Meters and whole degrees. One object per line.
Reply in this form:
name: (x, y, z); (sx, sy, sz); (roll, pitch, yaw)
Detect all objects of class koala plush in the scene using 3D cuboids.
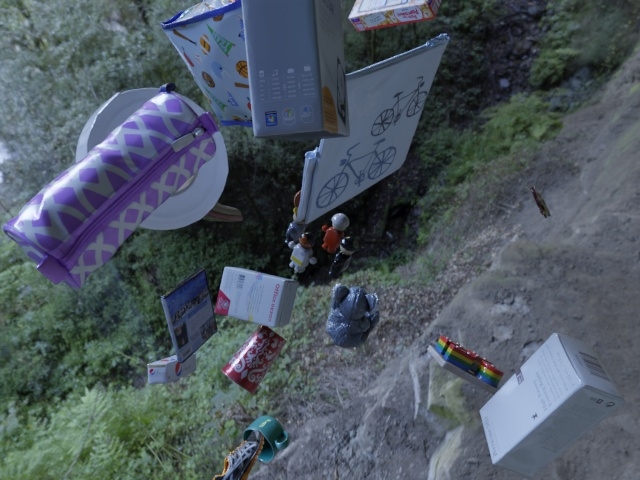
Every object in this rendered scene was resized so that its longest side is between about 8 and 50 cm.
koala plush: (0.119, 0.253, 1.659); (0.197, 0.221, 0.203); (21, 41, 10)

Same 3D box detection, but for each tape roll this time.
tape roll: (-0.341, -0.163, 0.958); (0.286, 0.286, 0.100); (-39, 25, -29)

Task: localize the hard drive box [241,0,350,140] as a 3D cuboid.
hard drive box: (-0.027, -0.252, 0.609); (0.089, 0.231, 0.181); (-3, 10, 14)

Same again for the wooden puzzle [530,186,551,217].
wooden puzzle: (0.437, -0.076, 0.921); (0.049, 0.006, 0.083); (27, 45, -37)

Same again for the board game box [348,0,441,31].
board game box: (0.168, -0.526, 0.974); (0.194, 0.045, 0.146); (13, 77, 41)

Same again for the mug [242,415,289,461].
mug: (-0.171, 0.668, 1.567); (0.158, 0.129, 0.097); (26, 31, 22)

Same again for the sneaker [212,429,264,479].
sneaker: (-0.234, 0.638, 1.353); (0.083, 0.084, 0.214); (32, 34, 0)

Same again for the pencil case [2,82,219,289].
pencil case: (-0.182, -0.050, 0.431); (0.088, 0.086, 0.206); (17, 60, 38)

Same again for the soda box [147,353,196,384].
soda box: (-0.519, 0.449, 1.637); (0.074, 0.216, 0.069); (-5, 85, 10)

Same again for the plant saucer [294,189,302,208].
plant saucer: (-0.058, -0.147, 1.698); (0.084, 0.083, 0.013); (-22, 26, -18)

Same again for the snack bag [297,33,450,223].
snack bag: (0.095, -0.213, 0.908); (0.323, 0.342, 0.037); (-32, 63, -31)

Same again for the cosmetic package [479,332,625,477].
cosmetic package: (0.371, 0.277, 0.775); (0.086, 0.231, 0.117); (22, 31, -9)

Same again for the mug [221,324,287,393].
mug: (-0.189, 0.324, 1.318); (0.169, 0.113, 0.150); (-54, 22, -13)

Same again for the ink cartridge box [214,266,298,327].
ink cartridge box: (-0.167, 0.151, 1.251); (0.177, 0.127, 0.128); (12, 87, 16)

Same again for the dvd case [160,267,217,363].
dvd case: (-0.405, 0.235, 1.458); (0.022, 0.252, 0.180); (10, 31, 26)

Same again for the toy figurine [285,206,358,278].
toy figurine: (0.000, 0.000, 1.466); (0.210, 0.148, 0.213); (12, 34, -16)

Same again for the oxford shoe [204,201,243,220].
oxford shoe: (-0.415, -0.148, 1.632); (0.123, 0.349, 0.130); (-1, 76, 45)

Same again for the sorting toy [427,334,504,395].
sorting toy: (0.564, 0.468, 1.764); (0.256, 0.257, 0.089); (28, 91, 1)

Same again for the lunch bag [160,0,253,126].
lunch bag: (-0.166, -0.478, 1.198); (0.386, 0.327, 0.239); (19, 60, 47)
